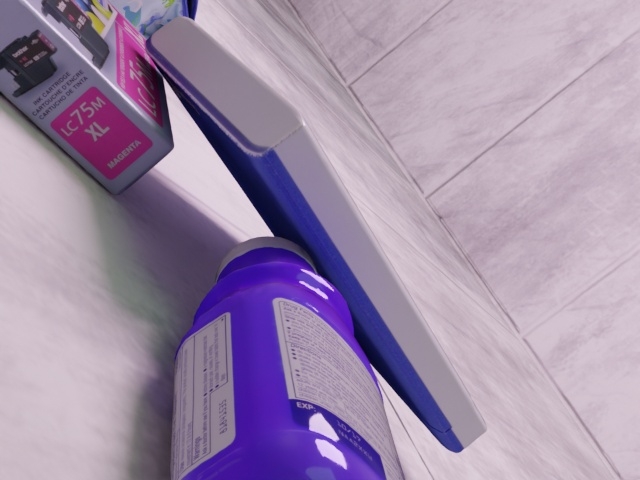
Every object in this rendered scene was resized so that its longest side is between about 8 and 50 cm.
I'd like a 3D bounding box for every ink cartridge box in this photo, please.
[{"bbox_3d":[-0.222,-0.182,0.691,0.311,0.065,0.185,43,13,-29],"label":"ink cartridge box"}]

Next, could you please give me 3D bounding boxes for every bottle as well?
[{"bbox_3d":[-0.020,0.083,0.549,0.118,0.092,0.283,52,10,-24],"label":"bottle"}]

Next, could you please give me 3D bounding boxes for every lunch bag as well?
[{"bbox_3d":[-0.177,-0.243,0.997,0.128,0.096,0.151,56,-4,37],"label":"lunch bag"}]

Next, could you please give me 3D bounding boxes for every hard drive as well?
[{"bbox_3d":[0.000,0.000,0.783,0.210,0.040,0.318,46,-9,51],"label":"hard drive"}]
